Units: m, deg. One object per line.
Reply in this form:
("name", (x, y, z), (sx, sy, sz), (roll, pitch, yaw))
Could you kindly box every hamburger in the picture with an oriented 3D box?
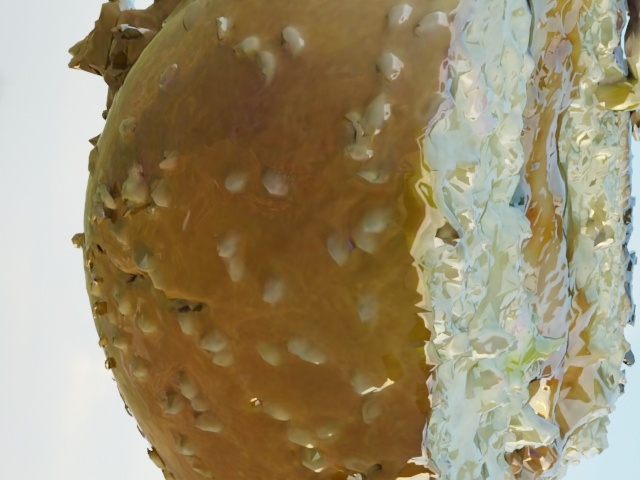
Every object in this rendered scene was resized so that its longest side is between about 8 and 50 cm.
("hamburger", (0.000, 0.000, 0.956), (0.268, 0.287, 0.445), (-54, 147, -40))
